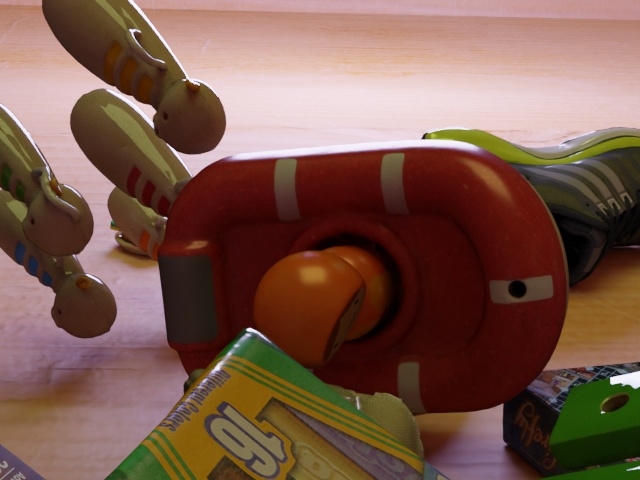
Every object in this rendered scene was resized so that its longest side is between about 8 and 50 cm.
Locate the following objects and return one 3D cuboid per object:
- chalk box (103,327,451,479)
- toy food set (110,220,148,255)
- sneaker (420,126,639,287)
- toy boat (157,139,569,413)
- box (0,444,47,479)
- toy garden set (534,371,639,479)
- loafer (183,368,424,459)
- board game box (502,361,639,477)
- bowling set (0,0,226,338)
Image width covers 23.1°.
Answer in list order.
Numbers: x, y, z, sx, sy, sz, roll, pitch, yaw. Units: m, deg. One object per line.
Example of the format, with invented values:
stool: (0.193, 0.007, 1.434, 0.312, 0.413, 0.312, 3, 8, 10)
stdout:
chalk box: (0.012, 0.151, 0.417, 0.213, 0.132, 0.132, 37, 20, 4)
toy food set: (-0.125, -0.005, 1.260, 0.083, 0.020, 0.083, 15, 20, 39)
sneaker: (0.198, -0.015, 1.225, 0.300, 0.111, 0.121, -4, 37, -27)
toy boat: (0.012, 0.028, 0.828, 0.231, 0.151, 0.151, -4, 8, 18)
box: (-0.144, 0.146, 0.450, 0.201, 0.057, 0.293, 37, 20, 3)
toy garden set: (0.160, 0.122, 0.562, 0.204, 0.049, 0.244, -17, 22, 33)
loafer: (0.008, 0.111, 0.694, 0.092, 0.101, 0.268, -9, 17, -17)
board game box: (0.218, 0.120, 0.799, 0.165, 0.042, 0.243, -3, 16, -18)
bowling set: (-0.157, -0.005, 0.982, 0.200, 0.287, 0.154, -36, 61, -15)
